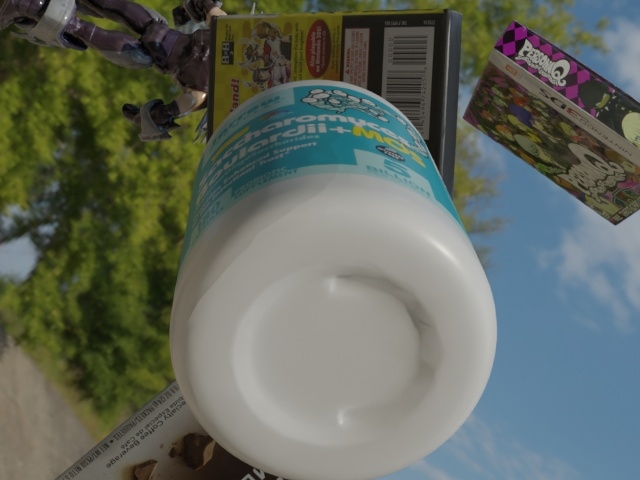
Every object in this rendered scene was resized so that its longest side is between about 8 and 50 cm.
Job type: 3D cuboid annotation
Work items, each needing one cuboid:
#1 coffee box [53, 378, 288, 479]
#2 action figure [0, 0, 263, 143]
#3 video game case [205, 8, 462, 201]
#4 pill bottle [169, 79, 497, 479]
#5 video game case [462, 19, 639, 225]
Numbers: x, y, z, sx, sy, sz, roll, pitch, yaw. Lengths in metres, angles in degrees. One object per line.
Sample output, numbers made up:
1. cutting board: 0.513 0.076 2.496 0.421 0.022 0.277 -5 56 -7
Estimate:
1. coffee box: -0.140 0.256 0.798 0.168 0.297 0.119 36 -25 36
2. action figure: -0.178 -0.205 1.131 0.285 0.185 0.099 24 -31 -9
3. video game case: 0.004 -0.071 1.009 0.248 0.275 0.035 5 5 28
4. pill bottle: 0.000 0.000 0.588 0.146 0.146 0.264 54 10 -20
5. video game case: 0.250 -0.109 1.095 0.210 0.042 0.232 37 -8 5
